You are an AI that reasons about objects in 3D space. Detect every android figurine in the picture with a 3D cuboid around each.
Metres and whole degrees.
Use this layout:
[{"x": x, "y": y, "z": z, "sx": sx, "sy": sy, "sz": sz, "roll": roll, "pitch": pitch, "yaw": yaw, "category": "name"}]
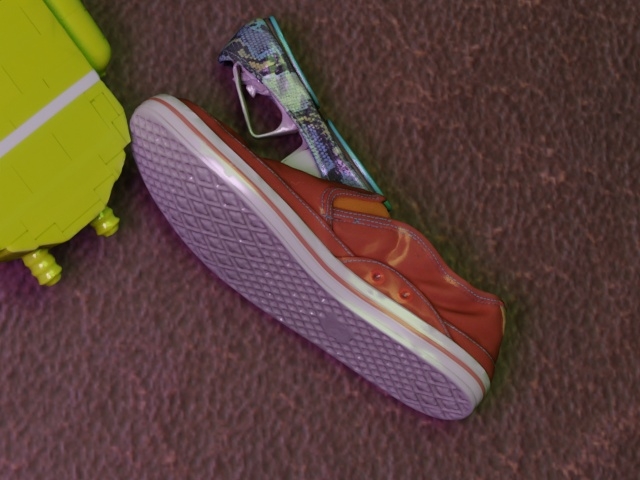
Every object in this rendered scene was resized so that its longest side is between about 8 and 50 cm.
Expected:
[{"x": -0.241, "y": -0.097, "z": 1.251, "sx": 0.273, "sy": 0.056, "sz": 0.248, "roll": 54, "pitch": 54, "yaw": -14, "category": "android figurine"}]

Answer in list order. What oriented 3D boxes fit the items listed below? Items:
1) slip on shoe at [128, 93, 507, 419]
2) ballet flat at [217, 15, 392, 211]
[{"x": 0.000, "y": 0.000, "z": 1.325, "sx": 0.331, "sy": 0.123, "sz": 0.101, "roll": 37, "pitch": 60, "yaw": -8, "category": "slip on shoe"}, {"x": -0.017, "y": -0.082, "z": 1.390, "sx": 0.070, "sy": 0.070, "sz": 0.188, "roll": -26, "pitch": 77, "yaw": -25, "category": "ballet flat"}]
